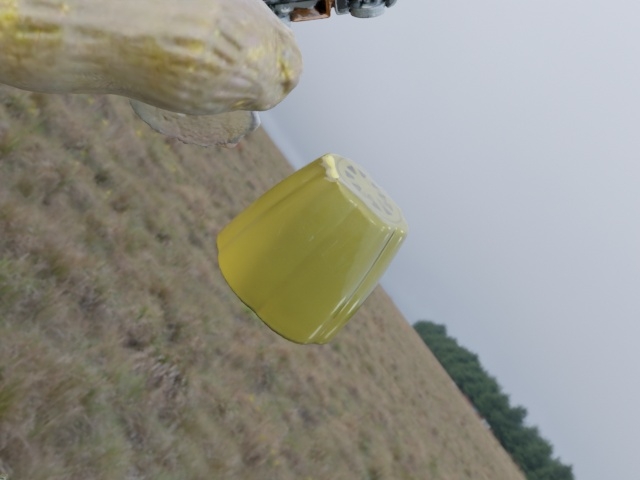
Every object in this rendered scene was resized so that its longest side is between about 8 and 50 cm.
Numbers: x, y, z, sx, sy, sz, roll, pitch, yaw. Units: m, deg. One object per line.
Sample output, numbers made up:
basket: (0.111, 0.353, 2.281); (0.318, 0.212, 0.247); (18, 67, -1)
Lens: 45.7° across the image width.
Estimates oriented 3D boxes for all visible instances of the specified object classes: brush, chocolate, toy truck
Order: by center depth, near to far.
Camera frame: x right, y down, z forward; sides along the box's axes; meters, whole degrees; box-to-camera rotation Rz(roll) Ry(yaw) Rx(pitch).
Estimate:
chocolate: (-0.164, -0.183, 0.666); (0.309, 0.134, 0.134); (5, 25, -23)
brush: (-0.155, -0.200, 1.053); (0.267, 0.174, 0.166); (67, 8, -54)
toy truck: (-0.053, -0.521, 1.476); (0.207, 0.387, 0.174); (-101, -176, -58)

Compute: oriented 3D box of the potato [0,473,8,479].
potato: (-0.444, 0.302, 0.808); (0.090, 0.225, 0.118); (135, -51, -63)

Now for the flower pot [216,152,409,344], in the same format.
flower pot: (0.000, 0.000, 0.921); (0.195, 0.179, 0.195); (39, 20, -17)
